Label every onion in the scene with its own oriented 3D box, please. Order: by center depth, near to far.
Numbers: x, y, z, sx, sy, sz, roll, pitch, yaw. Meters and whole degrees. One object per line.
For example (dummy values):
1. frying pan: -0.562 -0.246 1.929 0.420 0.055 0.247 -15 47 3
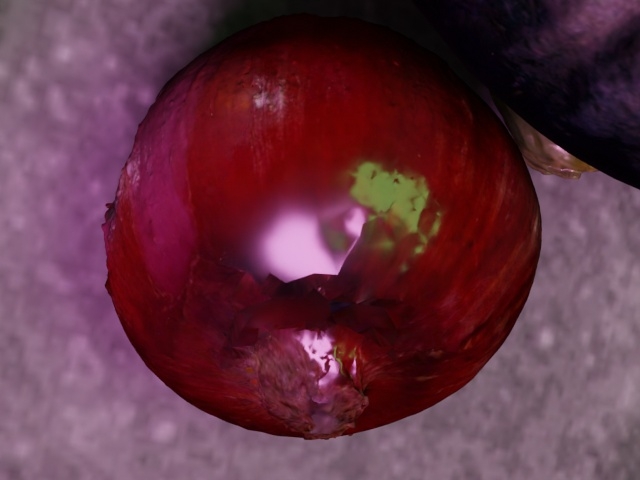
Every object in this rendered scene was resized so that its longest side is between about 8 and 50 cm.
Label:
1. onion: 0.000 0.000 0.488 0.131 0.131 0.131 -3 96 -32

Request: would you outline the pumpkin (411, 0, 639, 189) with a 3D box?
1. pumpkin: 0.115 -0.129 0.499 0.295 0.296 0.296 -3 96 -32
